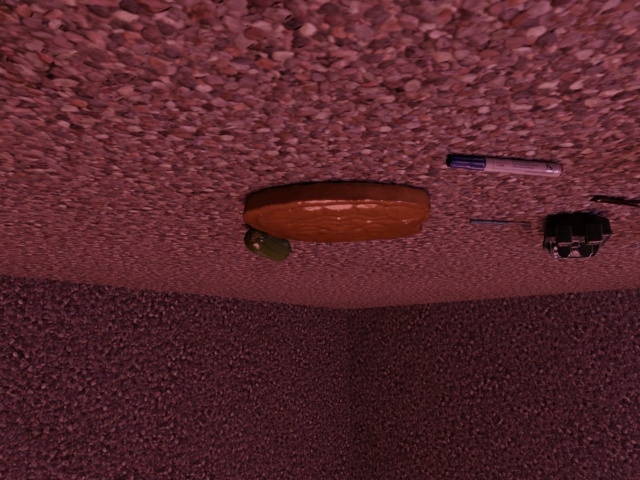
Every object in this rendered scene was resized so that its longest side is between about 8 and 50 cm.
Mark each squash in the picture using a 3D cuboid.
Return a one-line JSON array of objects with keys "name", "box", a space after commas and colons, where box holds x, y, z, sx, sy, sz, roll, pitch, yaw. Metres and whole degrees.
[{"name": "squash", "box": [-0.134, 0.011, 1.362, 0.077, 0.068, 0.219, -22, 162, 16]}]

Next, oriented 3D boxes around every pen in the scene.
[{"name": "pen", "box": [0.303, -0.123, 0.874, 0.204, 0.025, 0.025, 3, 167, -12]}]

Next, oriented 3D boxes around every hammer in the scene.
[{"name": "hammer", "box": [0.641, -0.081, 1.109, 0.178, 0.021, 0.065, 6, 166, -17]}]

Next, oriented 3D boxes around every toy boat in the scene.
[{"name": "toy boat", "box": [0.634, 0.006, 1.333, 0.141, 0.092, 0.319, -3, 169, 20]}]

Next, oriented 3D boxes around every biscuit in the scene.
[{"name": "biscuit", "box": [0.037, -0.044, 1.137, 0.385, 0.062, 0.365, -2, 169, 7]}]

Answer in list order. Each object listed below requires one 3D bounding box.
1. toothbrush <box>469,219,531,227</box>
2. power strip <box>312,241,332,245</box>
[{"name": "toothbrush", "box": [0.438, -0.040, 1.289, 0.167, 0.014, 0.011, 2, 176, -13]}, {"name": "power strip", "box": [0.000, 0.000, 1.407, 0.083, 0.035, 0.055, -5, 167, 31]}]
